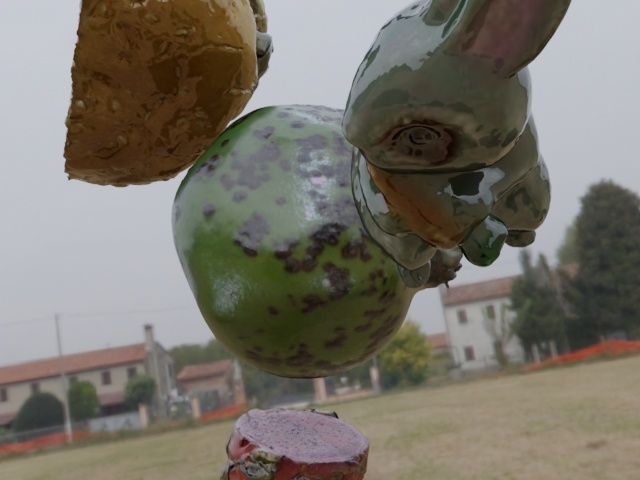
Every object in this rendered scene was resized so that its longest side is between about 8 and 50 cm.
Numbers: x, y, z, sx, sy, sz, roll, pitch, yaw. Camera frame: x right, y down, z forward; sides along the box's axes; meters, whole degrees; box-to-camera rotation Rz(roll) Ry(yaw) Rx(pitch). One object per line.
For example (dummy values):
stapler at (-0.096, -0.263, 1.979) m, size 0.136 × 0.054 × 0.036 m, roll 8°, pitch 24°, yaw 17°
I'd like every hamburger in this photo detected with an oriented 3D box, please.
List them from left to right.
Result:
hamburger at (-0.154, -0.196, 0.845) m, size 0.209 × 0.162 × 0.330 m, roll 5°, pitch -56°, yaw -14°

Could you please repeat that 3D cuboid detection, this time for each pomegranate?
pomegranate at (0.000, 0.000, 0.730) m, size 0.271 × 0.254 × 0.254 m, roll 12°, pitch -5°, yaw 13°

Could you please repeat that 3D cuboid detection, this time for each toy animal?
toy animal at (0.063, -0.071, 0.420) m, size 0.125 × 0.127 × 0.251 m, roll -51°, pitch -22°, yaw -16°

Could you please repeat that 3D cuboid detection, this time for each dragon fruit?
dragon fruit at (-0.049, 0.332, 1.117) m, size 0.211 × 0.147 × 0.282 m, roll 13°, pitch 9°, yaw 21°
